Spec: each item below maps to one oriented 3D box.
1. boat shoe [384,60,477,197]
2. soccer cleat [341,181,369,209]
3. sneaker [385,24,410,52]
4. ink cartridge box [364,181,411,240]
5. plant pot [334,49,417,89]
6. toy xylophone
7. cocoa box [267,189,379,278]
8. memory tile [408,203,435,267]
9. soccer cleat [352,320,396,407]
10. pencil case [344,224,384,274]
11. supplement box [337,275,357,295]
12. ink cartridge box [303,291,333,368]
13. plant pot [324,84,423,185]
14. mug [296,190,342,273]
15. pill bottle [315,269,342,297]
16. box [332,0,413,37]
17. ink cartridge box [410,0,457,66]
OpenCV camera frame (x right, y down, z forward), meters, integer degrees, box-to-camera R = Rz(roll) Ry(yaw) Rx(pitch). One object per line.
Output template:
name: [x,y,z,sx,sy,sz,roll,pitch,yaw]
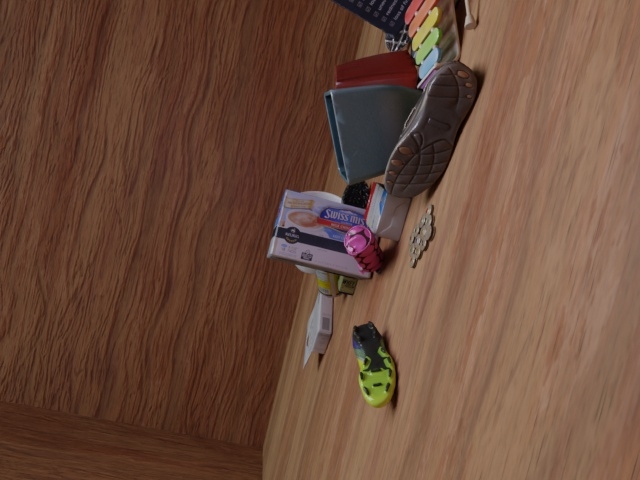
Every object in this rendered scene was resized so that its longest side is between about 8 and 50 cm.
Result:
boat shoe: [0.264,-0.260,1.270,0.355,0.132,0.130,-62,4,33]
soccer cleat: [0.124,-0.092,2.106,0.116,0.109,0.318,112,167,-73]
sneaker: [0.325,-0.848,2.035,0.118,0.107,0.279,22,-97,-78]
ink cartridge box: [0.197,-0.095,1.602,0.231,0.078,0.134,-104,28,-74]
plant pot: [0.160,-0.440,1.671,0.267,0.236,0.267,-88,0,-57]
toy xylophone: [0.307,-0.577,1.386,0.236,0.081,0.322,121,146,-65]
cocoa box: [0.011,-0.014,1.830,0.231,0.347,0.228,148,136,-81]
memory tile: [0.248,-0.010,1.305,0.148,0.012,0.113,111,169,-48]
soccer cleat: [0.141,0.326,1.343,0.289,0.093,0.121,-100,-7,-62]
pencil case: [0.129,0.032,1.566,0.098,0.095,0.209,-44,-28,-2]
supplement box: [0.103,0.150,2.000,0.083,0.056,0.083,-97,21,-71]
ink cartridge box: [-0.007,0.395,2.392,0.296,0.066,0.261,-85,11,-54]
plant pot: [0.162,-0.312,1.454,0.248,0.252,0.247,-106,3,-76]
mug: [0.000,0.000,2.410,0.374,0.276,0.328,45,139,47]
pill bottle: [0.038,0.115,2.081,0.117,0.117,0.215,-86,-10,-52]
box: [0.148,-0.956,1.541,0.480,0.472,0.297,-52,25,38]
ink cartridge box: [0.355,-0.746,1.611,0.307,0.072,0.303,109,171,-54]
